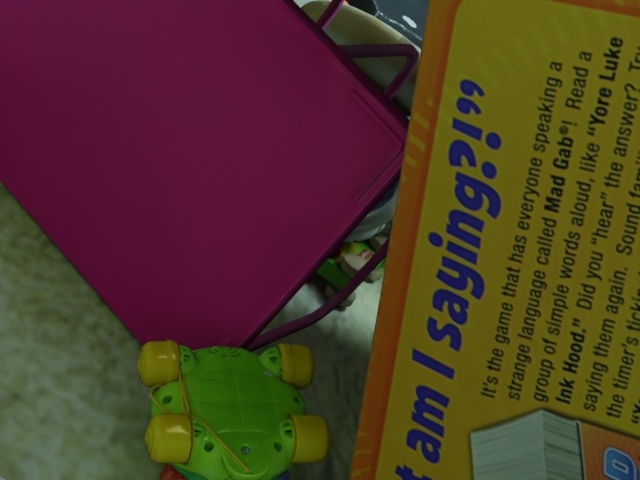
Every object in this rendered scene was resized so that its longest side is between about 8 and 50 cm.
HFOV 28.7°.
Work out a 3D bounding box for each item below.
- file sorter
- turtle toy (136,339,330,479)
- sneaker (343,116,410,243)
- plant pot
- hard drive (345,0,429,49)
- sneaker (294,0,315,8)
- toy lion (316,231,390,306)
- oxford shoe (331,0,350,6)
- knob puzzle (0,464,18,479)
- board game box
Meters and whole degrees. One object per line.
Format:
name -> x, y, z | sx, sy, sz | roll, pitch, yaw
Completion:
file sorter -> -0.069, -0.094, 0.771 | 0.291, 0.202, 0.182 | 47, 24, 13
turtle toy -> -0.047, 0.107, 0.639 | 0.095, 0.066, 0.130 | 3, 42, -16
sneaker -> -0.042, -0.113, 0.914 | 0.275, 0.110, 0.107 | 35, 26, 15
plant pot -> 0.056, -0.083, 0.968 | 0.236, 0.032, 0.236 | 41, -15, 13
hard drive -> 0.159, -0.206, 1.383 | 0.339, 0.064, 0.237 | 25, 31, -27
sneaker -> -0.111, -0.213, 0.994 | 0.237, 0.086, 0.085 | 8, 55, -6
toy lion -> 0.000, 0.000, 0.907 | 0.096, 0.034, 0.100 | 37, 26, 9
oxford shoe -> -0.080, -0.231, 1.079 | 0.271, 0.097, 0.098 | 36, 34, -8
knob puzzle -> -0.163, 0.132, 0.492 | 0.213, 0.030, 0.213 | 31, 28, -19
board game box -> 0.249, 0.053, 0.645 | 0.356, 0.357, 0.356 | 16, 20, 20
